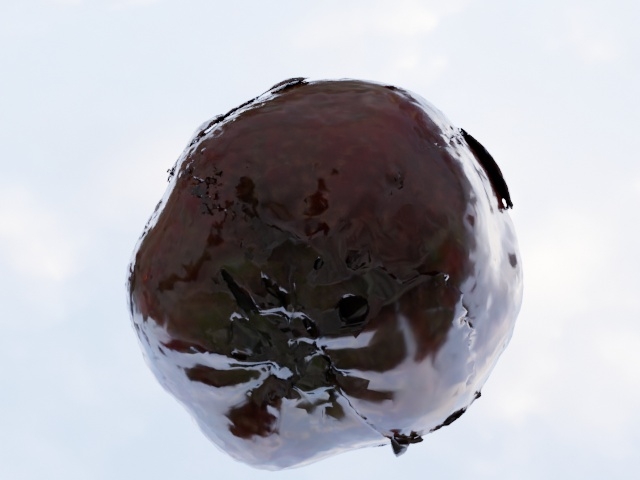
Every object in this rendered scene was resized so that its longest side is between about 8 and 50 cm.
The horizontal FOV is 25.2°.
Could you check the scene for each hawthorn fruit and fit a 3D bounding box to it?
[{"bbox_3d":[0.000,0.000,0.680,0.181,0.181,0.235,-10,-158,4],"label":"hawthorn fruit"}]
